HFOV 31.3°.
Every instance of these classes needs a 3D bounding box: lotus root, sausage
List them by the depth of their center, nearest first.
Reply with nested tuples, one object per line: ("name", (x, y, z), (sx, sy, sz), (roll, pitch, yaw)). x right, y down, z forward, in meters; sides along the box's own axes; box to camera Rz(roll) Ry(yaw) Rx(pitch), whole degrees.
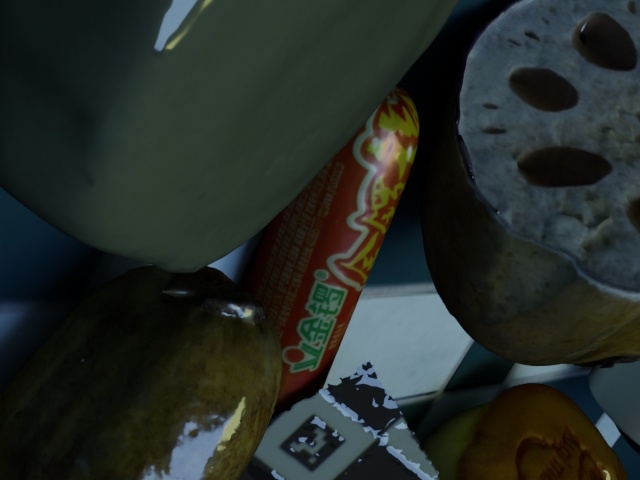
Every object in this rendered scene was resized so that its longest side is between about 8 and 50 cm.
("lotus root", (-0.121, 0.127, 0.632), (0.128, 0.145, 0.260), (30, 96, -36))
("sausage", (0.000, 0.000, 0.719), (0.083, 0.083, 0.264), (-13, 133, -44))
("lotus root", (0.190, -0.027, 0.785), (0.272, 0.272, 0.192), (-28, 153, -31))

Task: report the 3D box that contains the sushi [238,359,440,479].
("sushi", (-0.021, 0.300, 0.776), (0.320, 0.069, 0.339), (-29, 114, 3))

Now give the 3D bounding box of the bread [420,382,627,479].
("bread", (0.195, 0.277, 1.097), (0.270, 0.270, 0.148), (-11, 171, -46))

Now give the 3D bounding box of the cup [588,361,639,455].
("cup", (0.486, 0.084, 1.252), (0.253, 0.253, 0.371), (-1, 123, -51))

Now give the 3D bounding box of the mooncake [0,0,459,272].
("mooncake", (-0.035, -0.116, 0.462), (0.275, 0.135, 0.275), (-43, 163, -17))
